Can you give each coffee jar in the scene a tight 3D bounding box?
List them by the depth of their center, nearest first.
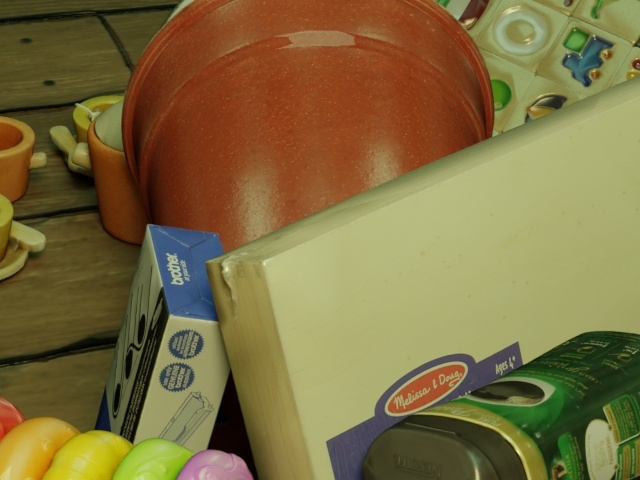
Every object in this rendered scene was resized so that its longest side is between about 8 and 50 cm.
[{"bbox_3d":[0.113,0.110,0.898,0.184,0.079,0.096,-19,16,-39],"label":"coffee jar"}]

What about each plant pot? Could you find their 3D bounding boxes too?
[{"bbox_3d":[0.000,0.000,1.140,0.272,0.272,0.265,1,39,-6],"label":"plant pot"}]

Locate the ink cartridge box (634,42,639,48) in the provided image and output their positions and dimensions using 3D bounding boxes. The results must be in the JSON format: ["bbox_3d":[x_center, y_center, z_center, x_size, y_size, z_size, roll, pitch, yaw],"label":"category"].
[{"bbox_3d":[0.266,-0.162,1.558,0.206,0.045,0.208,13,20,-41],"label":"ink cartridge box"}]

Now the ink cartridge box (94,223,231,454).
[{"bbox_3d":[-0.096,0.104,0.978,0.046,0.207,0.097,8,28,-18],"label":"ink cartridge box"}]

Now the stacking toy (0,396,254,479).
[{"bbox_3d":[-0.086,0.158,0.855,0.301,0.175,0.166,-2,39,17],"label":"stacking toy"}]

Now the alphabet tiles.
[{"bbox_3d":[0.108,-0.132,1.367,0.342,0.011,0.285,27,77,19],"label":"alphabet tiles"}]

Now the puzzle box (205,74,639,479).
[{"bbox_3d":[0.128,0.072,1.009,0.409,0.272,0.052,-23,17,-38],"label":"puzzle box"}]

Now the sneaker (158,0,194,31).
[{"bbox_3d":[-0.031,-0.187,1.593,0.226,0.086,0.163,-31,77,7],"label":"sneaker"}]

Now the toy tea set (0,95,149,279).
[{"bbox_3d":[-0.241,-0.070,1.332,0.336,0.124,0.200,-15,36,-29],"label":"toy tea set"}]
